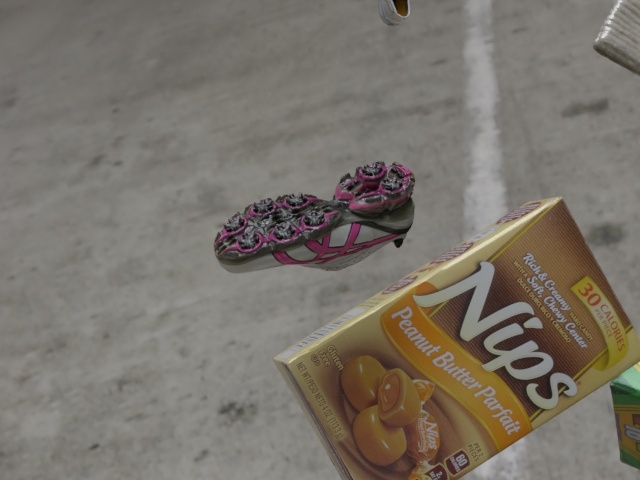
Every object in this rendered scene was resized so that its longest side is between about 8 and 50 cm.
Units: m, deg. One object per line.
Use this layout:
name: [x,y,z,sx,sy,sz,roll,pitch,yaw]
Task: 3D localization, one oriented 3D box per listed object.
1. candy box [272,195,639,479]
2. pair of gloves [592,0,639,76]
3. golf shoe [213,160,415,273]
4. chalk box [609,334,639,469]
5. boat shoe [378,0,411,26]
candy box: [0.136,0.113,1.203,0.316,0.183,0.087,-31,5,-10]
pair of gloves: [0.380,-0.201,1.105,0.240,0.204,0.042,-51,3,-17]
golf shoe: [0.000,0.000,1.043,0.186,0.086,0.067,-18,38,-20]
chalk box: [0.515,0.204,1.456,0.289,0.180,0.179,19,56,34]
boat shoe: [0.068,-0.257,1.185,0.035,0.100,0.035,-8,1,-23]
